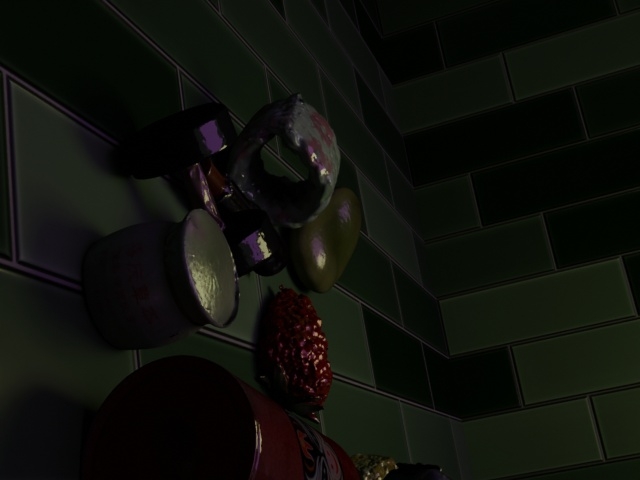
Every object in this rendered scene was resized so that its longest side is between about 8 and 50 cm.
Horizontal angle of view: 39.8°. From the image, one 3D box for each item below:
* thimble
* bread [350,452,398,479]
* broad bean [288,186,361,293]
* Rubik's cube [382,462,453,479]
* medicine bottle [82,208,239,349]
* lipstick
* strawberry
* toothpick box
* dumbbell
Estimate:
[{"bbox_3d":[-0.061,-0.139,1.525,0.149,0.185,0.211,-74,171,-59],"label":"thimble"},{"bbox_3d":[0.104,0.529,1.616,0.152,0.129,0.268,27,50,-81],"label":"bread"},{"bbox_3d":[0.000,0.000,1.804,0.263,0.121,0.189,-57,137,-50],"label":"broad bean"},{"bbox_3d":[0.150,0.501,1.114,0.313,0.318,0.316,37,-13,5],"label":"Rubik's cube"},{"bbox_3d":[-0.181,0.047,1.036,0.147,0.143,0.147,-15,90,-73],"label":"medicine bottle"},{"bbox_3d":[-0.133,-0.036,1.395,0.300,0.081,0.081,54,26,-54],"label":"lipstick"},{"bbox_3d":[-0.029,0.186,1.517,0.228,0.097,0.174,-83,154,-51],"label":"strawberry"},{"bbox_3d":[-0.096,0.277,1.014,0.333,0.204,0.204,49,30,-56],"label":"toothpick box"},{"bbox_3d":[-0.161,-0.060,1.193,0.152,0.152,0.218,-65,137,-66],"label":"dumbbell"}]
